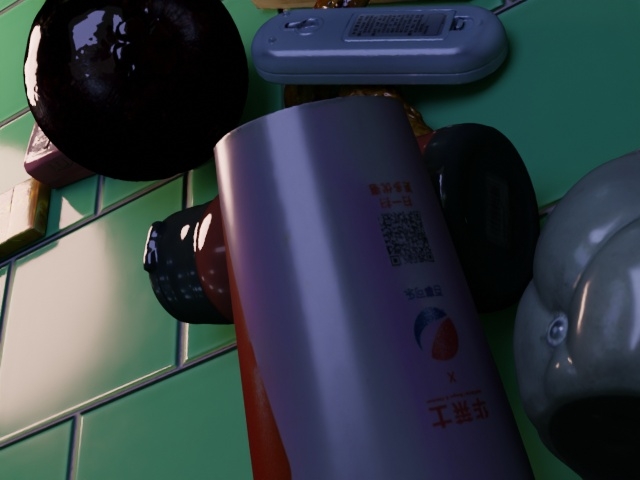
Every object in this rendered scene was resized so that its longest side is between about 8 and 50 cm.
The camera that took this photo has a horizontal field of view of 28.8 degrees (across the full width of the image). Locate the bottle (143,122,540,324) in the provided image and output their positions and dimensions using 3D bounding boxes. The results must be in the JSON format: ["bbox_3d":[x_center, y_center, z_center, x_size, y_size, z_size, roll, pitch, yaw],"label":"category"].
[{"bbox_3d":[0.000,0.000,1.017,0.336,0.144,0.144,-8,54,37],"label":"bottle"}]

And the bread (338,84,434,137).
[{"bbox_3d":[0.063,-0.106,1.121,0.052,0.044,0.157,-32,41,-4],"label":"bread"}]

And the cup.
[{"bbox_3d":[0.025,0.064,0.816,0.203,0.203,0.289,-18,79,29],"label":"cup"}]

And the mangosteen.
[{"bbox_3d":[-0.189,-0.166,1.276,0.228,0.228,0.265,-57,6,-12],"label":"mangosteen"}]

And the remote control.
[{"bbox_3d":[0.050,-0.181,1.142,0.244,0.047,0.087,2,48,21],"label":"remote control"}]

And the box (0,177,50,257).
[{"bbox_3d":[-0.378,-0.012,1.438,0.156,0.022,0.089,-24,46,24],"label":"box"}]

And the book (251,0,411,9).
[{"bbox_3d":[0.116,-0.429,1.338,0.300,0.039,0.428,6,63,43],"label":"book"}]

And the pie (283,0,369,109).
[{"bbox_3d":[-0.004,-0.182,1.232,0.088,0.033,0.191,4,73,54],"label":"pie"}]

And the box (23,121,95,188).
[{"bbox_3d":[-0.270,-0.143,1.425,0.111,0.060,0.156,-18,47,31],"label":"box"}]

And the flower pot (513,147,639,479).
[{"bbox_3d":[0.234,0.047,0.712,0.246,0.246,0.195,-1,51,40],"label":"flower pot"}]
